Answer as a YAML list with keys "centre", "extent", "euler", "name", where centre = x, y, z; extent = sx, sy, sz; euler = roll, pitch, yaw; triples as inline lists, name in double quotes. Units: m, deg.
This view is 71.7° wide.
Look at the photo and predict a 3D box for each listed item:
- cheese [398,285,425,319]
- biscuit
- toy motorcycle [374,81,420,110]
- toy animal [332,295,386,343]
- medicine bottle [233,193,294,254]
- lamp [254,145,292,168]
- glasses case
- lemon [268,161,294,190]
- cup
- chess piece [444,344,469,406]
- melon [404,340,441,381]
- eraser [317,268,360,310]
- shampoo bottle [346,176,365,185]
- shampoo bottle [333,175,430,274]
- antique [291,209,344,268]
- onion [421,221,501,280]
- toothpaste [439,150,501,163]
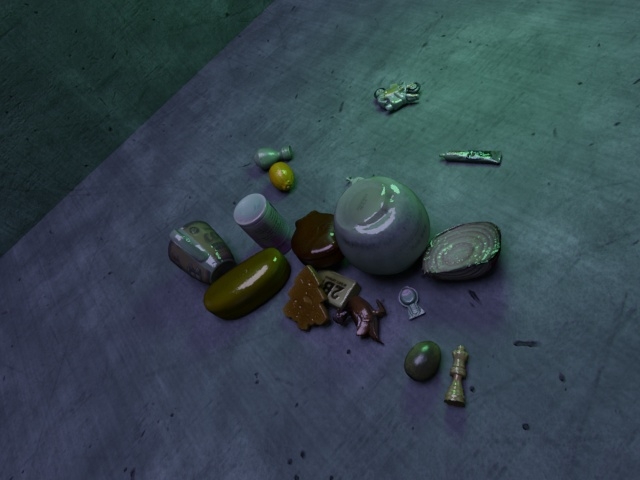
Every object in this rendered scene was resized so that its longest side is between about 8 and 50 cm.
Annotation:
- centre: [0.301, 0.204, 1.489]
  extent: [0.067, 0.026, 0.121]
  euler: [-27, 50, 11]
  name: "cheese"
- centre: [-0.047, 0.209, 1.614]
  extent: [0.212, 0.041, 0.239]
  euler: [5, 89, 40]
  name: "biscuit"
- centre: [0.344, -0.656, 2.027]
  extent: [0.228, 0.074, 0.151]
  euler: [3, 63, 28]
  name: "toy motorcycle"
- centre: [0.138, 0.276, 1.494]
  extent: [0.179, 0.089, 0.188]
  euler: [-25, 63, 9]
  name: "toy animal"
- centre: [-0.223, -0.059, 1.807]
  extent: [0.152, 0.254, 0.152]
  euler: [-14, 54, 20]
  name: "medicine bottle"
- centre: [-0.232, -0.410, 2.163]
  extent: [0.193, 0.106, 0.106]
  euler: [-10, 54, 12]
  name: "lamp"
- centre: [-0.296, 0.176, 1.763]
  extent: [0.371, 0.141, 0.173]
  euler: [-34, 49, 4]
  name: "glasses case"
- centre: [-0.177, -0.292, 2.038]
  extent: [0.114, 0.114, 0.155]
  euler: [-29, 61, 8]
  name: "lemon"
- centre: [-0.500, 0.053, 1.865]
  extent: [0.257, 0.301, 0.227]
  euler: [33, 82, 31]
  name: "cup"
- centre: [0.400, 0.390, 1.292]
  extent: [0.060, 0.060, 0.172]
  euler: [0, 57, 29]
  name: "chess piece"
- centre: [0.307, 0.360, 1.332]
  extent: [0.098, 0.098, 0.131]
  euler: [25, 70, 38]
  name: "melon"
- centre: [0.047, 0.179, 1.626]
  extent: [0.172, 0.058, 0.117]
  euler: [21, 70, 38]
  name: "eraser"
- centre: [0.161, -0.233, 1.854]
  extent: [0.152, 0.045, 0.077]
  euler: [31, 79, 38]
  name: "shampoo bottle"
- centre: [0.206, -0.048, 1.515]
  extent: [0.322, 0.317, 0.323]
  euler: [-9, 63, 18]
  name: "shampoo bottle"
- centre: [0.000, 0.000, 1.710]
  extent: [0.223, 0.129, 0.278]
  euler: [-35, 38, -4]
  name: "antique"
- centre: [0.476, 0.048, 1.458]
  extent: [0.250, 0.111, 0.247]
  euler: [-14, 30, 33]
  name: "onion"
- centre: [0.570, -0.323, 1.698]
  extent: [0.233, 0.038, 0.060]
  euler: [9, 65, 30]
  name: "toothpaste"
